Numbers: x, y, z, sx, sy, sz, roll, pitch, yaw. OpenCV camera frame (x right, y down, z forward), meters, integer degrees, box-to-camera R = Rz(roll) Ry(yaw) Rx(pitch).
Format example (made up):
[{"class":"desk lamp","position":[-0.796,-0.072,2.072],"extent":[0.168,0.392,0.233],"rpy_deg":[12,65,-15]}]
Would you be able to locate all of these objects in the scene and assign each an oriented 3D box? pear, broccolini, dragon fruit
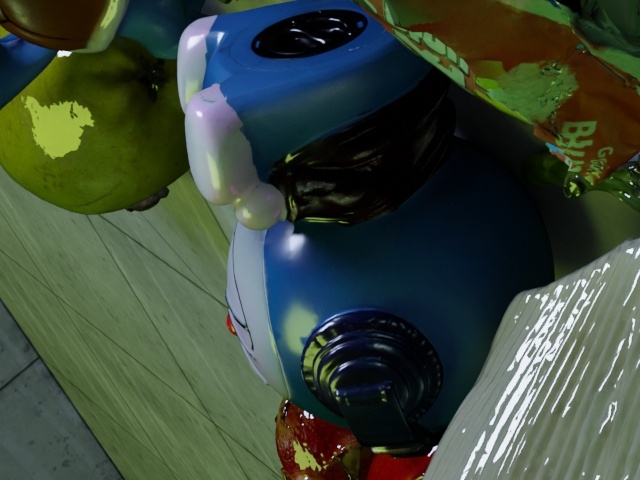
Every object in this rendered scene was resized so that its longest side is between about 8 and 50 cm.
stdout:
[{"class":"pear","position":[-0.198,-0.129,1.638],"extent":[0.212,0.212,0.269],"rpy_deg":[53,158,-13]},{"class":"broccolini","position":[0.186,-0.035,1.148],"extent":[0.216,0.058,0.067],"rpy_deg":[-167,78,-75]},{"class":"dragon fruit","position":[-0.006,0.185,2.030],"extent":[0.125,0.125,0.246],"rpy_deg":[-22,89,43]}]

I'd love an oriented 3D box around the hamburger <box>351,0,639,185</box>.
[{"class":"hamburger","position":[0.082,-0.167,0.971],"extent":[0.276,0.150,0.260],"rpy_deg":[37,-176,-11]}]

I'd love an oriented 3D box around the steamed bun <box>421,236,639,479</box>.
[{"class":"steamed bun","position":[0.229,0.143,1.030],"extent":[0.236,0.247,0.383],"rpy_deg":[27,163,-16]}]

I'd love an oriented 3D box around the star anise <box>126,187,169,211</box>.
[{"class":"star anise","position":[-0.246,-0.109,2.009],"extent":[0.214,0.099,0.220],"rpy_deg":[52,167,25]}]

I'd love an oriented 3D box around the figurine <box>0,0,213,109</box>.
[{"class":"figurine","position":[-0.216,-0.258,1.405],"extent":[0.298,0.243,0.416],"rpy_deg":[50,137,34]}]

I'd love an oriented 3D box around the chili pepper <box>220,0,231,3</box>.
[{"class":"chili pepper","position":[-0.094,-0.223,1.467],"extent":[0.091,0.030,0.034],"rpy_deg":[47,-171,16]}]

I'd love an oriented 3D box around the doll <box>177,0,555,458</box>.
[{"class":"doll","position":[0.033,-0.006,1.280],"extent":[0.284,0.240,0.310],"rpy_deg":[-76,-26,-59]}]

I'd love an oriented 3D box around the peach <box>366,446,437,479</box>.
[{"class":"peach","position":[0.126,0.220,1.604],"extent":[0.190,0.192,0.190],"rpy_deg":[37,171,6]}]
